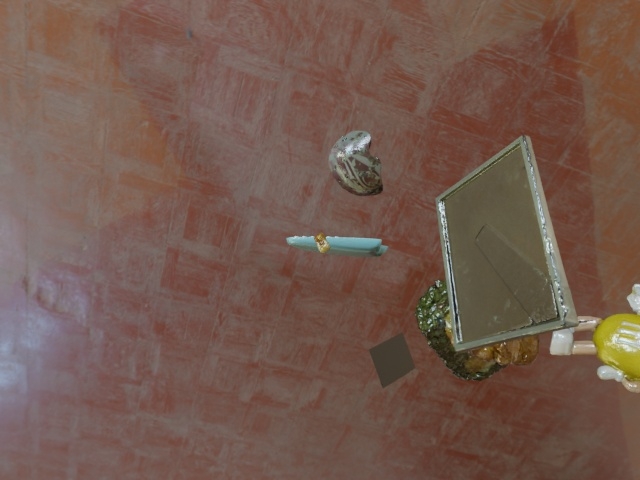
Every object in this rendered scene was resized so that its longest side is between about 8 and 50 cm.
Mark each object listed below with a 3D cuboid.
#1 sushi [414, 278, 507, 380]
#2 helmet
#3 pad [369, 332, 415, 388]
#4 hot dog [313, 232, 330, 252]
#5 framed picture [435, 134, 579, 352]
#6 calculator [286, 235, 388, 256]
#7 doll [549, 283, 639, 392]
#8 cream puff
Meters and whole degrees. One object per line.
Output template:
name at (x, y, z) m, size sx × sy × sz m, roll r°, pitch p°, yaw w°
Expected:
sushi at (0.493, 0.277, 1.366) m, size 0.294 × 0.178 × 0.352 m, roll -33°, pitch 116°, yaw 12°
helmet at (0.081, -0.189, 1.080) m, size 0.107 × 0.153 × 0.177 m, roll -21°, pitch 93°, yaw -16°
pad at (0.303, 0.495, 1.725) m, size 0.004 × 0.243 × 0.163 m, roll -28°, pitch 77°, yaw 44°
hot dog at (0.000, 0.000, 1.088) m, size 0.030 × 0.090 × 0.034 m, roll -32°, pitch 117°, yaw 3°
framed picture at (0.288, 0.013, 0.698) m, size 0.024 × 0.315 × 0.232 m, roll 11°, pitch 154°, yaw -21°
calculator at (0.054, 0.020, 1.597) m, size 0.386 × 0.256 × 0.054 m, roll 5°, pitch 83°, yaw 17°
doll at (0.936, 0.304, 1.293) m, size 0.423 × 0.348 × 0.161 m, roll -12°, pitch 140°, yaw 11°
cream puff at (0.425, 0.222, 1.062) m, size 0.241 × 0.269 × 0.154 m, roll 13°, pitch 107°, yaw -23°
